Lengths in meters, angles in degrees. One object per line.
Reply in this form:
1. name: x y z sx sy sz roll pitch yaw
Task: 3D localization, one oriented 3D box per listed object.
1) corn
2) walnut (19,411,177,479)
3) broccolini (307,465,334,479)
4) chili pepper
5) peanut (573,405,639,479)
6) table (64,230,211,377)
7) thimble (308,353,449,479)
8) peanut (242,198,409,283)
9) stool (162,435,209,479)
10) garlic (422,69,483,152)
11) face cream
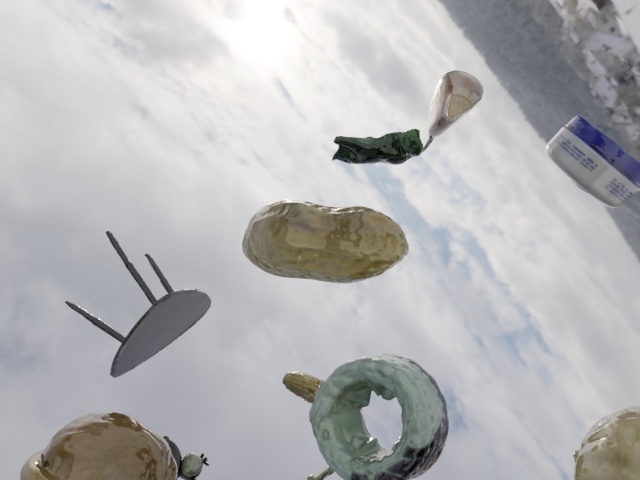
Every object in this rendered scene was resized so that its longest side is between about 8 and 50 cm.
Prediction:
1. corn: 0.001 0.455 1.444 0.087 0.288 0.086 -14 -70 -46
2. walnut: -0.452 0.495 0.976 0.285 0.296 0.285 27 175 3
3. broccolini: 0.039 0.782 1.743 0.074 0.078 0.392 41 -174 21
4. chili pepper: 0.129 -0.215 1.156 0.098 0.225 0.061 62 -152 -52
5. peanut: 0.321 0.263 0.359 0.340 0.174 0.158 41 -154 2
6. table: -0.478 0.144 1.300 0.249 0.317 0.317 44 -151 13
7. thimble: 0.100 0.316 0.873 0.150 0.237 0.237 20 -137 -55
8. peanut: 0.000 0.000 0.873 0.152 0.313 0.152 8 -90 -68
9. stool: -0.410 0.604 1.321 0.217 0.121 0.125 12 -132 -11
10. garlic: 0.303 -0.309 1.166 0.128 0.149 0.266 60 173 13
11. face cream: 0.592 -0.168 1.052 0.206 0.111 0.206 30 -150 -20
